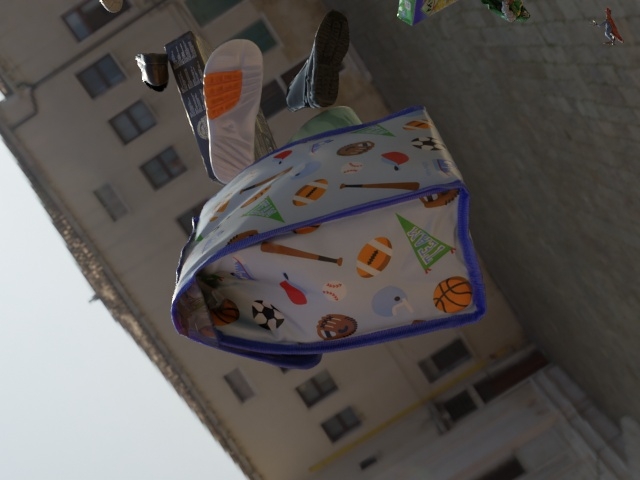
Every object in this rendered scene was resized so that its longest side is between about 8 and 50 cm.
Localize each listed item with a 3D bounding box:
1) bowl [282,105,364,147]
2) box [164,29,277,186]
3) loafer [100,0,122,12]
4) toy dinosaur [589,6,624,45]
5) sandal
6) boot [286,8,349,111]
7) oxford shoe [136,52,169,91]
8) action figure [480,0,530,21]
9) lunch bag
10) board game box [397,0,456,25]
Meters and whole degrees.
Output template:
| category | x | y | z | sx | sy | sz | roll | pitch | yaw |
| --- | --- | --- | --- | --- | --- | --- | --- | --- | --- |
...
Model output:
| category | x | y | z | sx | sy | sz | roll | pitch | yaw |
| --- | --- | --- | --- | --- | --- | --- | --- | --- | --- |
| bowl | 0.031 | -0.103 | 1.639 | 0.163 | 0.311 | 0.311 | 41 | 177 | 21 |
| box | -0.228 | -0.305 | 2.036 | 0.395 | 0.097 | 0.318 | 69 | -164 | 16 |
| loafer | -0.384 | -0.464 | 1.390 | 0.039 | 0.045 | 0.125 | 22 | 136 | 56 |
| toy dinosaur | 0.639 | -0.470 | 1.730 | 0.090 | 0.047 | 0.082 | 13 | 103 | 54 |
| sandal | -0.160 | -0.233 | 1.413 | 0.076 | 0.101 | 0.265 | -99 | 15 | -62 |
| boot | -0.017 | -0.360 | 1.602 | 0.076 | 0.198 | 0.137 | 19 | 170 | -31 |
| oxford shoe | -0.417 | -0.421 | 1.976 | 0.227 | 0.082 | 0.096 | -120 | 28 | -72 |
| action figure | 0.420 | -0.580 | 1.838 | 0.063 | 0.137 | 0.232 | 4 | 161 | 46 |
| lunch bag | 0.000 | 0.000 | 1.081 | 0.328 | 0.385 | 0.239 | -96 | -8 | -67 |
| board game box | 0.251 | -0.589 | 1.502 | 0.046 | 0.213 | 0.317 | 42 | 152 | 26 |
